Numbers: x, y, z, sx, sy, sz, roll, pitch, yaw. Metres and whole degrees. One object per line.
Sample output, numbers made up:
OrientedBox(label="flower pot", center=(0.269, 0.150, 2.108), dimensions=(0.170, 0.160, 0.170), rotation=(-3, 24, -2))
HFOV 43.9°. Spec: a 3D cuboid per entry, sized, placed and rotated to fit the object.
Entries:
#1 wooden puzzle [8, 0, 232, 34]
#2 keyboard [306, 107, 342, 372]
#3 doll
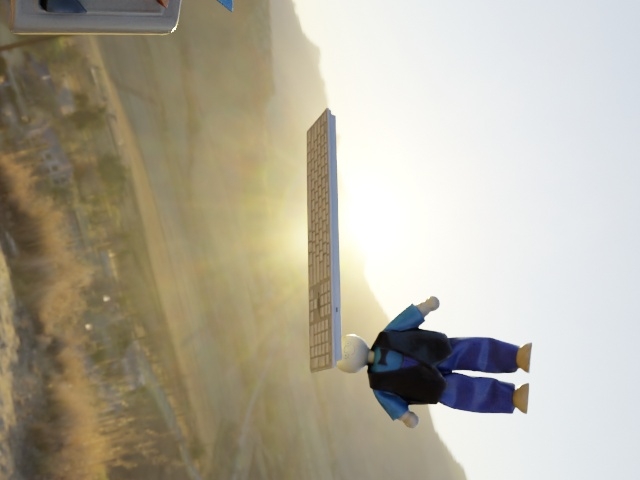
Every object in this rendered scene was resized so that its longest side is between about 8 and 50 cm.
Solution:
OrientedBox(label="wooden puzzle", center=(-0.075, -0.105, 0.282), dimensions=(0.014, 0.116, 0.079), rotation=(44, -44, 33))
OrientedBox(label="keyboard", center=(0.000, 0.000, 0.789), dimensions=(0.072, 0.014, 0.256), rotation=(151, -59, -63))
OrientedBox(label="doll", center=(0.104, 0.116, 0.762), dimensions=(0.046, 0.188, 0.129), rotation=(45, 51, -71))
